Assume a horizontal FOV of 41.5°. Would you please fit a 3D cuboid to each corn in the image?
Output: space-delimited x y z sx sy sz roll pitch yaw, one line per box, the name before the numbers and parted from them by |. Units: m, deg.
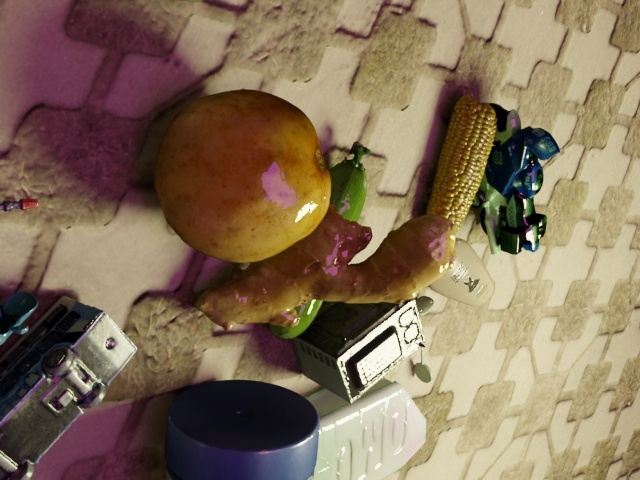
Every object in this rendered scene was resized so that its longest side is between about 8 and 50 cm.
corn | 0.292 -0.158 1.739 0.101 0.101 0.310 10 95 -46

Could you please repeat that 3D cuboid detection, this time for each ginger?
ginger | 0.004 0.041 1.400 0.348 0.363 0.122 -58 180 2

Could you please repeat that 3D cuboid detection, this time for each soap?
soap | 0.061 0.390 1.681 0.347 0.115 0.208 -16 115 -42

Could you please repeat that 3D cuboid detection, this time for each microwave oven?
microwave oven | 0.069 0.177 1.584 0.205 0.163 0.129 -36 124 -28

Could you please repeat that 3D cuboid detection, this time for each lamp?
lamp | 0.226 0.218 1.835 0.056 0.050 0.198 -30 123 -37

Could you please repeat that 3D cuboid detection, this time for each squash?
squash | 0.000 0.000 1.499 0.101 0.101 0.378 30 83 -46

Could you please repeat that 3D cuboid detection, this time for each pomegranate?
pomegranate | -0.117 -0.097 1.252 0.260 0.260 0.260 -17 115 -41

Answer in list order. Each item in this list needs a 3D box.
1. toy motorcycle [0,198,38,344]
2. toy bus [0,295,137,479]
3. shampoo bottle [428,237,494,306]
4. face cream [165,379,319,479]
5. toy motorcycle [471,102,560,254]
toy motorcycle | -0.447 0.037 1.048 0.182 0.123 0.272 -6 109 -33
toy bus | -0.398 0.217 1.149 0.297 0.131 0.106 -48 132 -22
shampoo bottle | 0.290 0.064 1.825 0.127 0.078 0.257 -51 135 5
face cream | -0.133 0.379 1.386 0.249 0.249 0.225 -8 111 -44
toy motorcycle | 0.414 -0.128 1.804 0.125 0.196 0.331 -27 120 -37
